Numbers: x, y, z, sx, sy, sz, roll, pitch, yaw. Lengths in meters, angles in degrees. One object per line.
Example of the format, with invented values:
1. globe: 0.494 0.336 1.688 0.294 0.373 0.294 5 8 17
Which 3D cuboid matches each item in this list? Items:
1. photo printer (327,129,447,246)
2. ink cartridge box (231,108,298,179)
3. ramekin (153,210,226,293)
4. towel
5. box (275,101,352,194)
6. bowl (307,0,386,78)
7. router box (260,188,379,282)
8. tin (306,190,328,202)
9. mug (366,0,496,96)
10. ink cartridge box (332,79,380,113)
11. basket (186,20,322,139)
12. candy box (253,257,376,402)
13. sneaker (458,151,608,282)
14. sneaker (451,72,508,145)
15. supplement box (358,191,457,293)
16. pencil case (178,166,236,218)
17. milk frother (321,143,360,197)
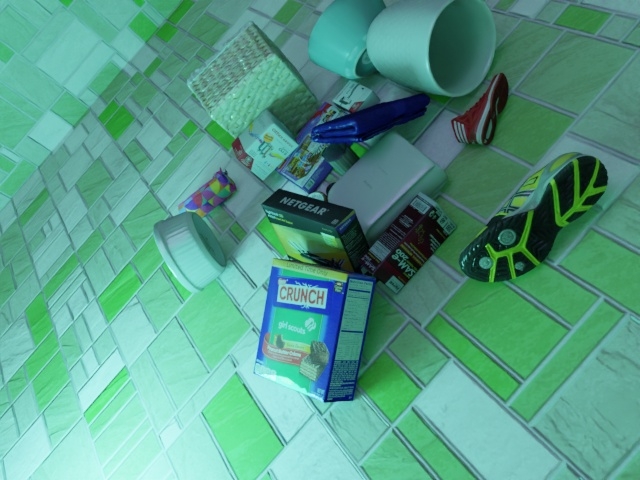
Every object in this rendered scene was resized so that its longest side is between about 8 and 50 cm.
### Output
1. photo printer: 0.171 -0.141 1.745 0.307 0.107 0.256 -44 43 6
2. ink cartridge box: -0.187 -0.324 2.072 0.176 0.128 0.127 -43 36 12
3. ramekin: -0.415 0.028 2.009 0.127 0.273 0.273 -30 45 3
4. towel: 0.148 -0.348 1.811 0.308 0.076 0.228 -26 15 -33
5. box: -0.007 -0.309 2.043 0.293 0.057 0.201 -51 43 -1
6. bowl: 0.128 -0.656 2.033 0.311 0.311 0.163 -43 73 8
7. router box: 0.000 0.000 1.684 0.309 0.243 0.081 19 53 45
8. tin: -0.050 -0.079 1.938 0.190 0.040 0.106 -39 40 11
9. mug: 0.339 -0.604 1.843 0.374 0.276 0.328 -30 33 -24
10. ink cartridge box: 0.118 -0.465 2.050 0.099 0.056 0.135 -50 44 1
11. basket: -0.229 -0.513 2.173 0.331 0.328 0.266 -40 46 10
12. candy box: -0.020 0.220 1.577 0.268 0.122 0.317 9 88 43
13. sneaker: 0.484 -0.048 1.434 0.385 0.145 0.147 -41 13 13
14. sneaker: 0.430 -0.366 1.706 0.128 0.087 0.221 9 66 41
15. supplement box: 0.225 0.008 1.582 0.239 0.130 0.073 -49 43 3
16. pencil case: -0.415 -0.159 2.246 0.236 0.104 0.104 -40 44 12
17. milk frother: 0.055 -0.208 1.866 0.129 0.135 0.143 -1 60 41
